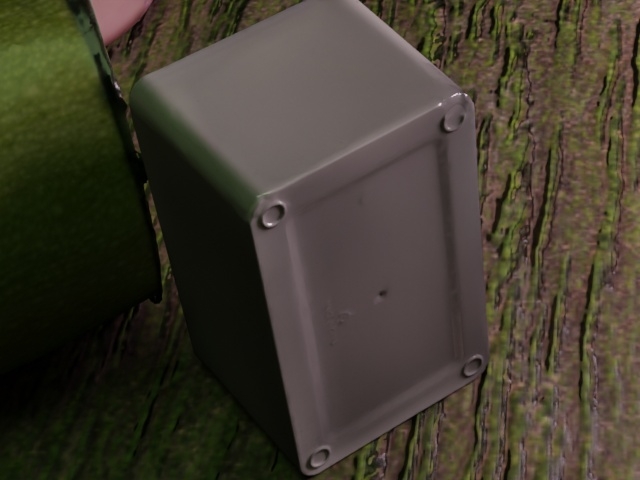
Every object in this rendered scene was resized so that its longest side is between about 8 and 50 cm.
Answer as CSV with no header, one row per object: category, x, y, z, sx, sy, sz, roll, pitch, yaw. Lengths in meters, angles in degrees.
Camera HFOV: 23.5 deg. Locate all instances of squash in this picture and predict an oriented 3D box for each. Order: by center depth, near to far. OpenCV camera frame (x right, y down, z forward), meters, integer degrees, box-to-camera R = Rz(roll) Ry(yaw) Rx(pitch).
squash,-0.308,-0.009,1.011,0.384,0.263,0.263,-22,44,-13

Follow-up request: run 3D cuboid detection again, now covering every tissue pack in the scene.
tissue pack,0.001,-0.001,0.952,0.159,0.246,0.136,-28,47,-19

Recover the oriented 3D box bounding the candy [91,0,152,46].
candy,-0.258,-0.248,1.372,0.255,0.094,0.255,-5,43,5
